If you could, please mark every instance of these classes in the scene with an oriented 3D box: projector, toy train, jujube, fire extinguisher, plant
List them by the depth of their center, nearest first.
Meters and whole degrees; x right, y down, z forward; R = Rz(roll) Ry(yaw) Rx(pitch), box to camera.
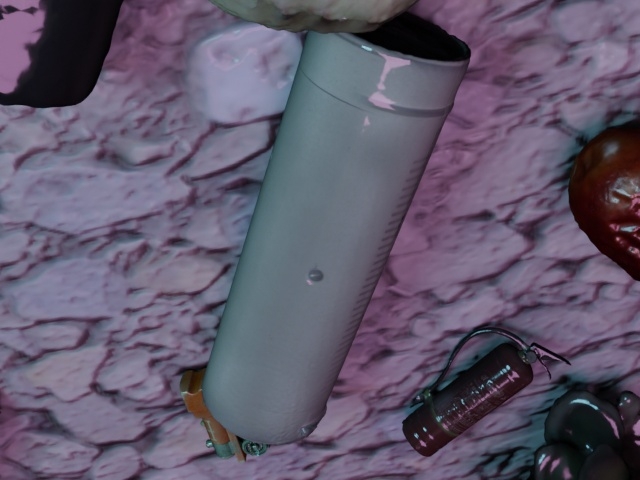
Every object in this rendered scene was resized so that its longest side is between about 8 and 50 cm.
[{"bbox_3d":[0.000,0.000,0.583,0.108,0.108,0.337,12,122,-13],"label":"projector"},{"bbox_3d":[0.268,-0.018,0.594,0.176,0.109,0.112,28,83,-18],"label":"jujube"},{"bbox_3d":[-0.082,0.158,0.718,0.064,0.044,0.103,-11,121,6],"label":"toy train"},{"bbox_3d":[0.139,0.131,0.721,0.078,0.045,0.157,45,112,-5],"label":"fire extinguisher"},{"bbox_3d":[0.295,0.281,0.745,0.276,0.188,0.199,32,114,-23],"label":"plant"}]

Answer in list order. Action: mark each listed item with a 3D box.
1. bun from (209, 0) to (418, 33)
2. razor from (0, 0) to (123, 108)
[{"bbox_3d":[-0.008,-0.205,0.423,0.195,0.118,0.195,-21,124,-34],"label":"bun"},{"bbox_3d":[-0.172,-0.235,0.410,0.189,0.107,0.327,13,122,-14],"label":"razor"}]
